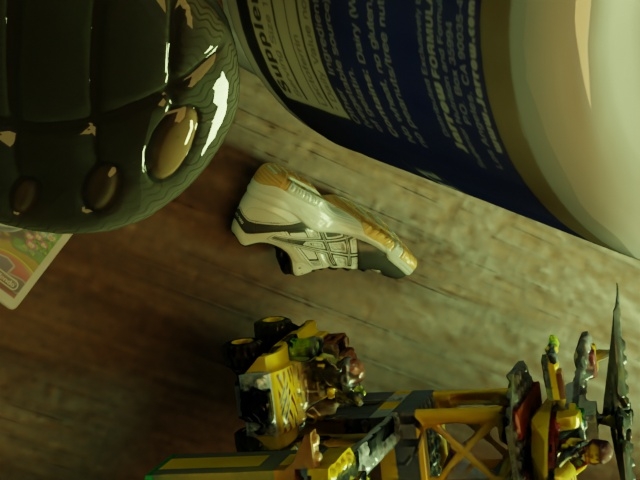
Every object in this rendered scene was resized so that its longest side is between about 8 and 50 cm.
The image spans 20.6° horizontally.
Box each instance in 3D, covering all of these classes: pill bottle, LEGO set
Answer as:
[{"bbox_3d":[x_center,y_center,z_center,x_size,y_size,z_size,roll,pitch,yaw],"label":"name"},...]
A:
[{"bbox_3d":[0.060,-0.092,0.580,0.153,0.264,0.153,-8,108,-27],"label":"pill bottle"},{"bbox_3d":[0.074,0.188,0.645,0.255,0.192,0.331,-7,92,-72],"label":"LEGO set"}]

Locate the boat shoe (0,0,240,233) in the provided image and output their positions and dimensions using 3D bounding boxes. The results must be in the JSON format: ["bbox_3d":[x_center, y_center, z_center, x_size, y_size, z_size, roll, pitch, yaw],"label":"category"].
[{"bbox_3d":[-0.179,-0.104,0.526,0.324,0.120,0.122,25,115,-14],"label":"boat shoe"}]

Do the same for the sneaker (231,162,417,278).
[{"bbox_3d":[0.000,0.000,0.711,0.083,0.032,0.037,27,102,-28],"label":"sneaker"}]

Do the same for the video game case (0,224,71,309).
[{"bbox_3d":[-0.108,-0.047,0.643,0.087,0.011,0.122,41,81,-31],"label":"video game case"}]
